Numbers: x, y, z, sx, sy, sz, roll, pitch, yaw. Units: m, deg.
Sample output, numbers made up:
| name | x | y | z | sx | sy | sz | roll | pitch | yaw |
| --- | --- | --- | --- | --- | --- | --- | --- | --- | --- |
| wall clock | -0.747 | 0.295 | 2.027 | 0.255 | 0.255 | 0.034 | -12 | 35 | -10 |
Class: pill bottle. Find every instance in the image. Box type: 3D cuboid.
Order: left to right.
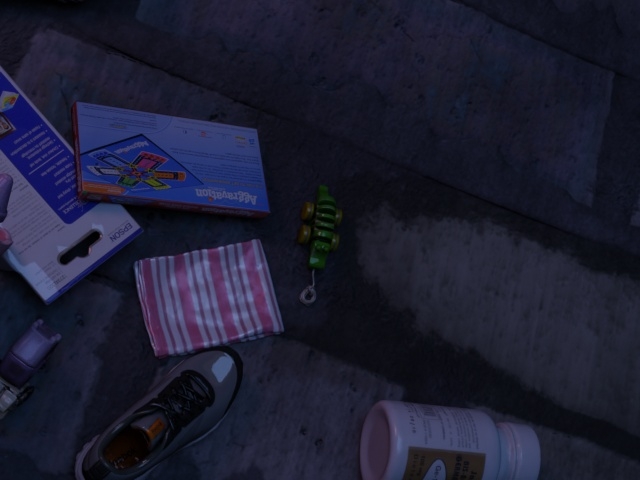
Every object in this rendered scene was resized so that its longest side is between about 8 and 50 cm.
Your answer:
| name | x | y | z | sx | sy | sz | roll | pitch | yaw |
| --- | --- | --- | --- | --- | --- | --- | --- | --- | --- |
| pill bottle | 0.181 | 0.297 | 1.727 | 0.229 | 0.131 | 0.131 | 8 | 69 | -18 |

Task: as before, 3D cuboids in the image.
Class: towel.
| name | x | y | z | sx | sy | sz | roll | pitch | yaw |
| --- | --- | --- | --- | --- | --- | --- | --- | --- | --- |
| towel | -0.154 | 0.079 | 1.736 | 0.197 | 0.029 | 0.144 | -10 | 76 | -24 |

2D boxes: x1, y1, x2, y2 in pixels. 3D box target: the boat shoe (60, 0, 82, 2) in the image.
| name | x | y | z | sx | sy | sz | roll | pitch | yaw |
| --- | --- | --- | --- | --- | --- | --- | --- | --- | --- |
| boat shoe | -0.474 | -0.391 | 1.746 | 0.301 | 0.108 | 0.102 | 22 | 105 | -31 |

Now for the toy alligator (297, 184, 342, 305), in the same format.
| name | x | y | z | sx | sy | sz | roll | pitch | yaw |
| --- | --- | --- | --- | --- | --- | --- | --- | --- | --- |
| toy alligator | 0.000 | 0.000 | 1.809 | 0.056 | 0.051 | 0.189 | 14 | 67 | -15 |

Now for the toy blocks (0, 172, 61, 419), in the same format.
| name | x | y | z | sx | sy | sz | roll | pitch | yaw |
| --- | --- | --- | --- | --- | --- | --- | --- | --- | --- |
| toy blocks | -0.425 | 0.029 | 1.468 | 0.309 | 0.288 | 0.260 | 39 | 97 | -3 |

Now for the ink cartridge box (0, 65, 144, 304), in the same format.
| name | x | y | z | sx | sy | sz | roll | pitch | yaw |
| --- | --- | --- | --- | --- | --- | --- | --- | --- | --- |
| ink cartridge box | -0.427 | -0.094 | 1.676 | 0.371 | 0.069 | 0.176 | 48 | 62 | 3 |

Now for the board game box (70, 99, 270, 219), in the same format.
| name | x | y | z | sx | sy | sz | roll | pitch | yaw |
| --- | --- | --- | --- | --- | --- | --- | --- | --- | --- |
| board game box | -0.209 | -0.111 | 1.746 | 0.281 | 0.027 | 0.145 | 6 | 59 | -30 |

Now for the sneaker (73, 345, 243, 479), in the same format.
| name | x | y | z | sx | sy | sz | roll | pitch | yaw |
| --- | --- | --- | --- | --- | --- | --- | --- | --- | --- |
| sneaker | -0.198 | 0.234 | 1.622 | 0.100 | 0.108 | 0.271 | 48 | 61 | 3 |
